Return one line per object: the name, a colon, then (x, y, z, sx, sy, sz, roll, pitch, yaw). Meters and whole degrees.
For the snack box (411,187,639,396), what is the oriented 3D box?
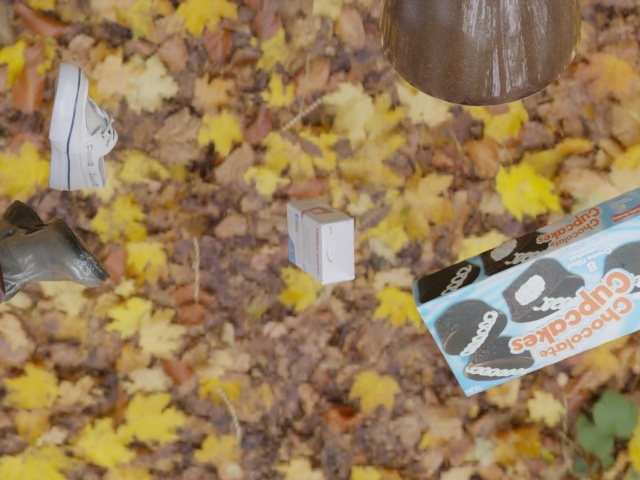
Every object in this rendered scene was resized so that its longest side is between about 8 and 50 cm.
snack box: (0.304, 0.074, 1.470, 0.322, 0.060, 0.187, -24, 125, 11)

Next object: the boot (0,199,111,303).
boot: (-0.349, 0.048, 1.264, 0.161, 0.246, 0.083, -46, 125, -19)

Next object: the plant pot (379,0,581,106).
plant pot: (0.161, -0.288, 1.100, 0.215, 0.215, 0.230, -2, 150, 4)

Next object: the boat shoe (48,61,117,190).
boat shoe: (-0.270, -0.129, 1.277, 0.076, 0.083, 0.226, 5, 156, -12)

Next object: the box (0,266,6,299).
box: (-0.496, 0.033, 0.972, 0.381, 0.143, 0.191, -27, 135, -5)

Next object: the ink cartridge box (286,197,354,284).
ink cartridge box: (0.000, 0.000, 1.543, 0.052, 0.122, 0.088, -9, 109, -21)
